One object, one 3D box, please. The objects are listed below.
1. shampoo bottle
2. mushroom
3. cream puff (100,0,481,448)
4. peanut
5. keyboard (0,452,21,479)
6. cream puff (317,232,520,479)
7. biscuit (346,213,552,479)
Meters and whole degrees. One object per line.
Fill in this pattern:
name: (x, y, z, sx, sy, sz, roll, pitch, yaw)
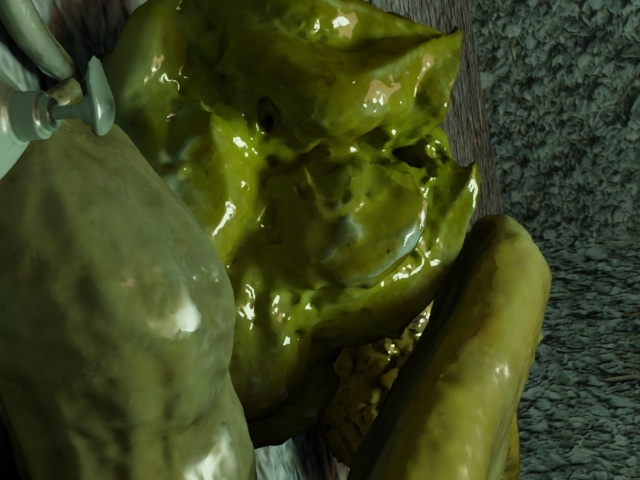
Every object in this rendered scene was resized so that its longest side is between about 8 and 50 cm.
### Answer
shampoo bottle: (-0.160, -0.049, 0.542, 0.045, 0.152, 0.077, 62, 29, -62)
mushroom: (-0.181, -0.175, 0.733, 0.068, 0.043, 0.306, -48, 139, -43)
cream puff: (-0.014, -0.022, 0.879, 0.291, 0.257, 0.324, 55, 30, -68)
peanut: (-0.112, 0.063, 0.675, 0.159, 0.143, 0.291, 26, -44, 59)
keyboard: (-0.179, 0.178, 0.700, 0.262, 0.016, 0.106, -38, 123, -73)
cream puff: (0.100, 0.147, 1.380, 0.343, 0.231, 0.327, -84, 170, -54)
biscuit: (0.046, 0.230, 0.874, 0.446, 0.104, 0.429, -62, 175, -50)
